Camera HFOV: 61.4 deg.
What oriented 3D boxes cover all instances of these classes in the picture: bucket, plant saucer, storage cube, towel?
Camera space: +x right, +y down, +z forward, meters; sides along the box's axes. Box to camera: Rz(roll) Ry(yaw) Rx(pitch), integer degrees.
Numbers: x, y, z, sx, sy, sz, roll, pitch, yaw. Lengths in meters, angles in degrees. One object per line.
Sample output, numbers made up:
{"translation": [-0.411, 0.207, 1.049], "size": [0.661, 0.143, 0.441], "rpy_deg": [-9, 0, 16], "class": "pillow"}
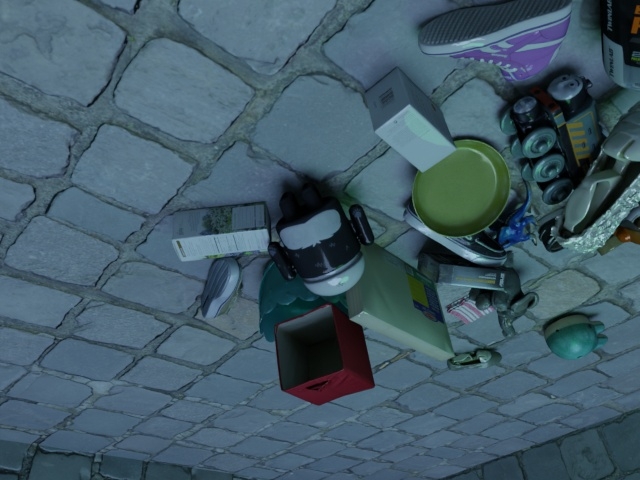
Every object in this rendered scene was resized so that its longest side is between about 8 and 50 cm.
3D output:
{"translation": [-0.046, 0.169, 1.557], "size": [0.282, 0.183, 0.281], "rpy_deg": [-5, 141, -4], "class": "bucket"}
{"translation": [0.334, -0.125, 1.296], "size": [0.241, 0.037, 0.240], "rpy_deg": [-2, 111, -6], "class": "plant saucer"}
{"translation": [0.010, 0.309, 1.430], "size": [0.184, 0.214, 0.193], "rpy_deg": [-24, 144, 19], "class": "storage cube"}
{"translation": [0.543, 0.219, 1.825], "size": [0.197, 0.029, 0.144], "rpy_deg": [-34, 134, 29], "class": "towel"}

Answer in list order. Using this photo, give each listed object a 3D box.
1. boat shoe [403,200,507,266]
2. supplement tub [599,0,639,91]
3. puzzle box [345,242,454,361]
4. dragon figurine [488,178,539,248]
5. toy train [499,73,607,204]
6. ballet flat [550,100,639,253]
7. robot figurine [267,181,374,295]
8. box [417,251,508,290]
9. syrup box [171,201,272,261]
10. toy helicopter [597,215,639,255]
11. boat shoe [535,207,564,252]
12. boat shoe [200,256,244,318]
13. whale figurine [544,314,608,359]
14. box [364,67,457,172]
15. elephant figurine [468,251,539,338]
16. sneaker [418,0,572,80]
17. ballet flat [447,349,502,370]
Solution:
{"translation": [0.367, -0.035, 1.394], "size": [0.301, 0.108, 0.102], "rpy_deg": [29, 124, -5], "class": "boat shoe"}
{"translation": [0.575, -0.432, 0.889], "size": [0.207, 0.207, 0.338], "rpy_deg": [-20, 139, 16], "class": "supplement tub"}
{"translation": [0.217, 0.162, 1.516], "size": [0.052, 0.271, 0.409], "rpy_deg": [-35, 133, 30], "class": "puzzle box"}
{"translation": [0.505, -0.038, 1.459], "size": [0.144, 0.085, 0.289], "rpy_deg": [-13, 142, 7], "class": "dragon figurine"}
{"translation": [0.538, -0.221, 1.211], "size": [0.190, 0.142, 0.334], "rpy_deg": [-33, 133, 12], "class": "toy train"}
{"translation": [0.625, -0.140, 1.134], "size": [0.147, 0.147, 0.408], "rpy_deg": [11, 119, -20], "class": "ballet flat"}
{"translation": [-0.002, 0.000, 1.319], "size": [0.209, 0.174, 0.278], "rpy_deg": [-12, 110, 45], "class": "robot figurine"}
{"translation": [0.382, 0.082, 1.479], "size": [0.183, 0.231, 0.056], "rpy_deg": [5, 96, -4], "class": "box"}
{"translation": [-0.246, -0.022, 1.364], "size": [0.237, 0.093, 0.096], "rpy_deg": [-7, 141, 0], "class": "syrup box"}
{"translation": [0.859, -0.033, 1.452], "size": [0.235, 0.140, 0.355], "rpy_deg": [-29, 164, -19], "class": "toy helicopter"}
{"translation": [0.735, -0.068, 1.449], "size": [0.114, 0.091, 0.303], "rpy_deg": [24, 132, -33], "class": "boat shoe"}
{"translation": [-0.273, 0.136, 1.565], "size": [0.094, 0.109, 0.302], "rpy_deg": [-4, 153, -29], "class": "boat shoe"}
{"translation": [0.960, 0.378, 1.992], "size": [0.272, 0.141, 0.216], "rpy_deg": [22, 133, -31], "class": "whale figurine"}
{"translation": [0.187, -0.247, 1.120], "size": [0.091, 0.130, 0.171], "rpy_deg": [-34, 133, 29], "class": "box"}
{"translation": [0.592, 0.181, 1.690], "size": [0.240, 0.169, 0.186], "rpy_deg": [29, 143, -28], "class": "elephant figurine"}
{"translation": [0.329, -0.359, 1.030], "size": [0.283, 0.102, 0.161], "rpy_deg": [-10, 144, 4], "class": "sneaker"}
{"translation": [0.601, 0.463, 2.103], "size": [0.214, 0.072, 0.068], "rpy_deg": [-12, 135, 7], "class": "ballet flat"}
